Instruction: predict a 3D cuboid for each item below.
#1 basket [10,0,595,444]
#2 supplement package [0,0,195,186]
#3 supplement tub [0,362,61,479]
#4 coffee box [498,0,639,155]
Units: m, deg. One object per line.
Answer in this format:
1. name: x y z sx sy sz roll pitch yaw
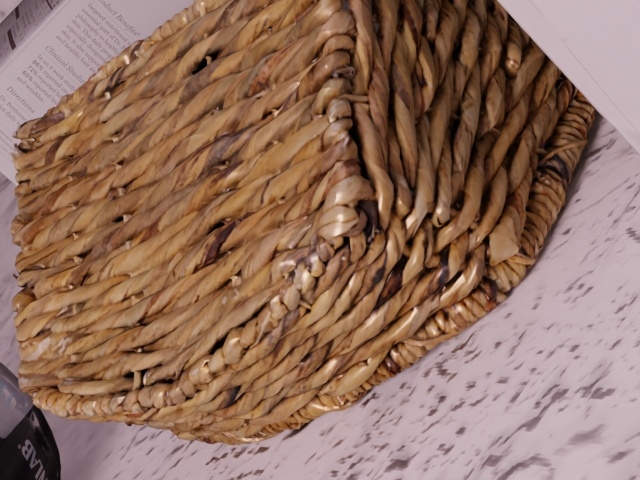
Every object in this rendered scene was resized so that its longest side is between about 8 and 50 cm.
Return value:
1. basket: 0.000 0.000 0.950 0.299 0.223 0.213 -28 59 42
2. supplement package: -0.106 -0.130 1.269 0.262 0.199 0.198 -46 18 2
3. supplement tub: -0.295 0.214 0.968 0.207 0.207 0.338 -31 24 38
4. coffee box: 0.201 -0.304 0.755 0.338 0.338 0.334 -29 25 40
